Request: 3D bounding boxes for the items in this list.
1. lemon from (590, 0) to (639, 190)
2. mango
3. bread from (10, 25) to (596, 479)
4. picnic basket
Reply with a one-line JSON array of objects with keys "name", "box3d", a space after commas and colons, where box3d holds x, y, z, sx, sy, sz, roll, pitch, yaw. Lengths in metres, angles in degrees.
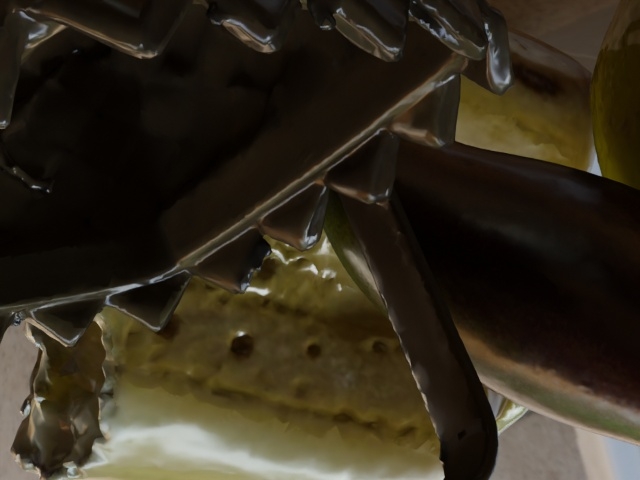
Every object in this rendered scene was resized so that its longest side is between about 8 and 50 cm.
[{"name": "lemon", "box3d": [0.282, -0.075, 0.658, 0.258, 0.310, 0.258, -2, 74, 8]}, {"name": "mango", "box3d": [0.113, 0.019, 0.575, 0.133, 0.267, 0.111, -43, 150, -35]}, {"name": "bread", "box3d": [0.000, 0.000, 0.818, 0.394, 0.250, 0.361, 13, 95, -23]}, {"name": "picnic basket", "box3d": [-0.075, -0.018, 0.462, 0.254, 0.291, 0.321, -9, 69, -45]}]
